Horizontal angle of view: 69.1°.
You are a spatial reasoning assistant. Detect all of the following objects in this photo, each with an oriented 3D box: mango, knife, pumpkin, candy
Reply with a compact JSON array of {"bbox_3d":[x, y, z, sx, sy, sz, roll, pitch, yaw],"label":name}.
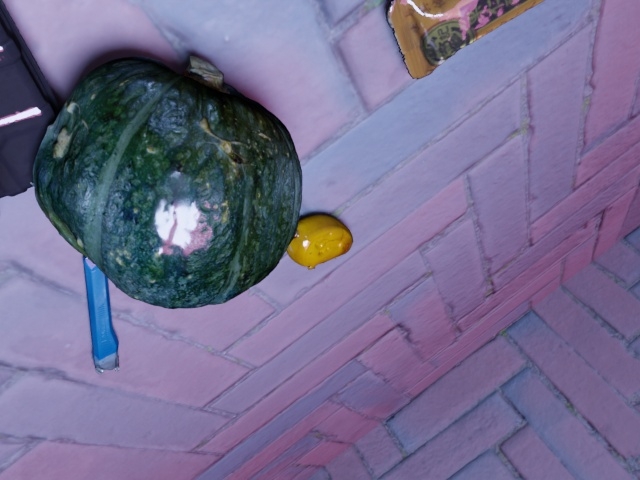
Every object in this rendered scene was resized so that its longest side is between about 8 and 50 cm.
[{"bbox_3d":[0.000,0.000,0.864,0.187,0.066,0.101,3,122,-49],"label":"mango"},{"bbox_3d":[-0.348,0.126,0.742,0.044,0.026,0.297,-14,137,-34],"label":"knife"},{"bbox_3d":[-0.130,-0.047,0.529,0.292,0.196,0.264,-15,136,-56],"label":"pumpkin"},{"bbox_3d":[0.219,-0.336,0.638,0.271,0.101,0.143,-33,139,3],"label":"candy"}]

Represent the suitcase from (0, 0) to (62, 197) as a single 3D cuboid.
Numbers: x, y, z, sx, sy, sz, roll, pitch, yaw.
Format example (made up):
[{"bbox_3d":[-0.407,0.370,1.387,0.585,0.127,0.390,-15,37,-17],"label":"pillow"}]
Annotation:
[{"bbox_3d":[-0.356,-0.143,0.385,0.206,0.066,0.286,-24,143,-17],"label":"suitcase"}]
